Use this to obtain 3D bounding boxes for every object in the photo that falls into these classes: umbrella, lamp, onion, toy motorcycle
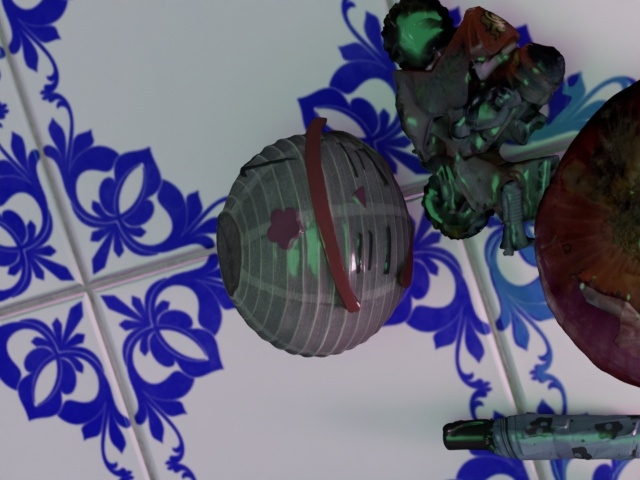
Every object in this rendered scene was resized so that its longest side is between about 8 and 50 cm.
[{"bbox_3d":[0.267,0.232,2.063,0.250,0.052,0.053,-4,108,19],"label":"umbrella"},{"bbox_3d":[0.000,0.000,2.021,0.233,0.233,0.265,-14,83,21],"label":"lamp"},{"bbox_3d":[0.409,-0.005,1.866,0.348,0.285,0.347,-9,75,39],"label":"onion"},{"bbox_3d":[0.201,-0.091,1.979,0.207,0.134,0.401,-9,98,29],"label":"toy motorcycle"}]
